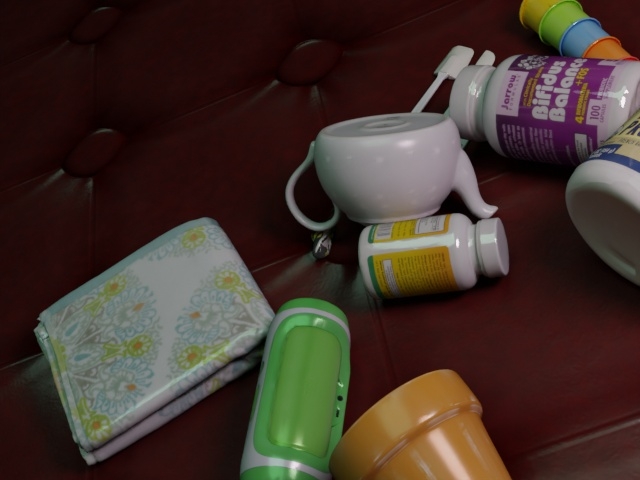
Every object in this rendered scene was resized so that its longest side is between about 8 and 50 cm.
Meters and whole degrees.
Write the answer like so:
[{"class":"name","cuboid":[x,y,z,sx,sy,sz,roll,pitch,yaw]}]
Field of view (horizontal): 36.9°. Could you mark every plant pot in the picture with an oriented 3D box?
[{"class":"plant pot","cuboid":[0.145,0.296,1.176,0.205,0.205,0.188,-36,60,-6]}]

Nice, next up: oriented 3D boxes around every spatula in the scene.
[{"class":"spatula","cuboid":[0.252,-0.261,1.729,0.168,0.019,0.242,21,64,32]}]

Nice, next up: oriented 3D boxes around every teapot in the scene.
[{"class":"teapot","cuboid":[0.107,-0.097,1.544,0.252,0.187,0.256,-15,18,-29]}]

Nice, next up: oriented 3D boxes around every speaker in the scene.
[{"class":"speaker","cuboid":[-0.032,0.231,1.357,0.131,0.131,0.297,-7,48,21]}]

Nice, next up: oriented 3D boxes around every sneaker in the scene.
[{"class":"sneaker","cuboid":[0.000,0.000,1.617,0.035,0.031,0.083,-6,40,30]}]

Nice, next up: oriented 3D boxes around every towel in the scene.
[{"class":"towel","cuboid":[-0.274,0.154,1.579,0.374,0.090,0.320,-33,48,-3]}]

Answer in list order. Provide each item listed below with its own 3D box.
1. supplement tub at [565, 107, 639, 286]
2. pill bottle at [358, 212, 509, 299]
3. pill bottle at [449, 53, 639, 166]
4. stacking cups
[{"class":"supplement tub","cuboid":[0.517,-0.102,1.302,0.316,0.228,0.228,-42,46,-12]},{"class":"pill bottle","cuboid":[0.172,0.022,1.445,0.208,0.118,0.118,-9,48,21]},{"class":"pill bottle","cuboid":[0.363,-0.206,1.513,0.301,0.169,0.169,11,57,35]},{"class":"stacking cups","cuboid":[0.455,-0.331,1.628,0.096,0.096,0.316,-30,44,0]}]
